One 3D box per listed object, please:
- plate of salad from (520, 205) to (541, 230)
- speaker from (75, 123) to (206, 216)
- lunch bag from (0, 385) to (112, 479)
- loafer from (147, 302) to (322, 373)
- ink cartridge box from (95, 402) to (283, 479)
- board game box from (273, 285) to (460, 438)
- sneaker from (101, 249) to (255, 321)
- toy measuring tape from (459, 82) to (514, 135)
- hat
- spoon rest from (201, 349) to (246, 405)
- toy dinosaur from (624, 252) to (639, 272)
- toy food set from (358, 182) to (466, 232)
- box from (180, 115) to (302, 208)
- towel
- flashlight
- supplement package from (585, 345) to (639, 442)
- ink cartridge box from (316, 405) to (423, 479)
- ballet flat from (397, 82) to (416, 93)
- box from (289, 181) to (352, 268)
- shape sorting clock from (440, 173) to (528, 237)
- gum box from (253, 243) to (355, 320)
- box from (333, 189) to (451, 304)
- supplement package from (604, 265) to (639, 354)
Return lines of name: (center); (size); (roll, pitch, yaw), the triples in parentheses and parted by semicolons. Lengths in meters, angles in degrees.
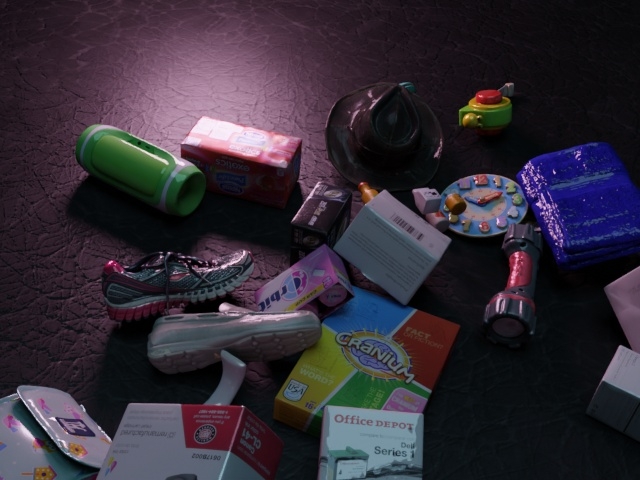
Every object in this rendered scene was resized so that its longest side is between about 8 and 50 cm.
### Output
plate of salad: (0.516, -0.089, 1.841); (0.200, 0.048, 0.200); (-15, 31, 9)
speaker: (-0.407, -0.161, 1.803); (0.296, 0.131, 0.131); (26, 45, 21)
lunch bag: (-0.439, 0.344, 1.214); (0.223, 0.160, 0.262); (34, 37, 32)
loafer: (-0.157, 0.159, 1.444); (0.319, 0.112, 0.111); (-7, 53, 4)
ink cartridge box: (-0.208, 0.388, 1.107); (0.226, 0.131, 0.306); (-5, 48, 28)
board game box: (0.091, 0.236, 1.456); (0.242, 0.064, 0.316); (19, 44, 15)
sneaker: (-0.268, 0.067, 1.541); (0.299, 0.112, 0.121); (-15, 13, -23)
toy measuring tape: (0.480, -0.357, 2.134); (0.121, 0.121, 0.330); (29, 39, 24)
hat: (0.166, -0.283, 1.935); (0.331, 0.134, 0.331); (3, 61, -6)
spoon rest: (-0.225, 0.313, 1.341); (0.137, 0.084, 0.276); (29, 60, 26)
toy dinosaur: (0.675, -0.030, 1.805); (0.160, 0.121, 0.313); (21, 38, 0)
toy food set: (0.198, -0.076, 1.783); (0.232, 0.111, 0.104); (-8, 43, -20)
box: (-0.182, -0.182, 1.852); (0.257, 0.122, 0.128); (13, 43, 9)
towel: (0.572, -0.087, 1.723); (0.228, 0.076, 0.308); (-18, 45, 8)
flashlight: (0.398, 0.080, 1.639); (0.103, 0.103, 0.304); (11, 43, 10)
supplement package: (0.586, 0.289, 1.419); (0.179, 0.105, 0.105); (26, 45, 22)
ink cartridge box: (0.073, 0.372, 1.228); (0.160, 0.092, 0.219); (5, 65, 0)
ballet flat: (0.169, -0.359, 2.122); (0.087, 0.083, 0.247); (16, 42, 24)
box: (0.000, 0.000, 1.624); (0.078, 0.180, 0.147); (16, 42, 14)
shape sorting clock: (0.371, -0.083, 1.836); (0.206, 0.040, 0.206); (-8, 41, 7)
gum box: (-0.037, 0.106, 1.522); (0.188, 0.062, 0.107); (-35, 42, 15)
box: (0.147, 0.009, 1.594); (0.181, 0.119, 0.182); (38, 20, 5)
supplement package: (0.745, 0.107, 1.549); (0.293, 0.177, 0.175); (-14, 71, -20)
